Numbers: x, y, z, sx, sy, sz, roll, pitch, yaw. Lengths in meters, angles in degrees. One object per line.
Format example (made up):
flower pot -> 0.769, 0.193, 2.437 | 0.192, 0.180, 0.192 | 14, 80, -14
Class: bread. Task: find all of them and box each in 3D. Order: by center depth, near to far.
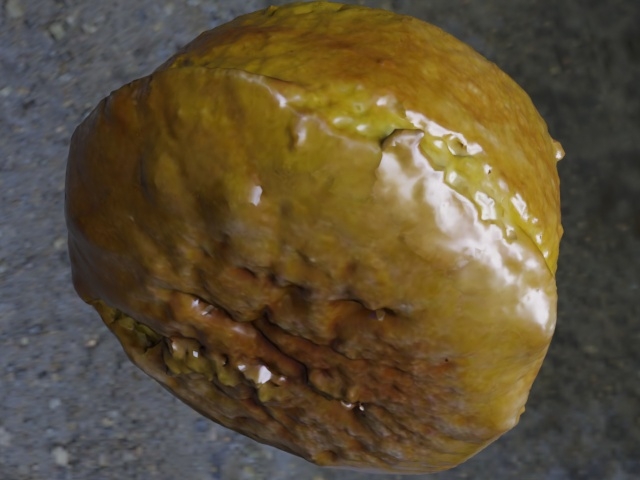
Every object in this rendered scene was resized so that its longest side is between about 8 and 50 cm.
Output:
bread -> -0.002, 0.003, 0.865 | 0.312, 0.312, 0.172 | 44, 47, -19
